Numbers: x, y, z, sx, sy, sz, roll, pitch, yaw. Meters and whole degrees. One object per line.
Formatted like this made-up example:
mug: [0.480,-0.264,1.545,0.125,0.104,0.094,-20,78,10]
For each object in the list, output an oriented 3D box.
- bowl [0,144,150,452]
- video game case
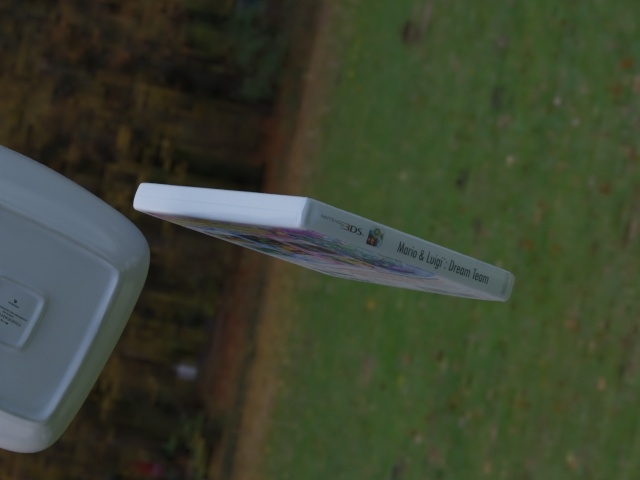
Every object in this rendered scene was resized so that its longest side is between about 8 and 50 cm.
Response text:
bowl: [-0.161,0.030,0.900,0.142,0.142,0.053,-62,23,-2]
video game case: [0.000,0.000,0.954,0.157,0.143,0.019,7,80,53]
